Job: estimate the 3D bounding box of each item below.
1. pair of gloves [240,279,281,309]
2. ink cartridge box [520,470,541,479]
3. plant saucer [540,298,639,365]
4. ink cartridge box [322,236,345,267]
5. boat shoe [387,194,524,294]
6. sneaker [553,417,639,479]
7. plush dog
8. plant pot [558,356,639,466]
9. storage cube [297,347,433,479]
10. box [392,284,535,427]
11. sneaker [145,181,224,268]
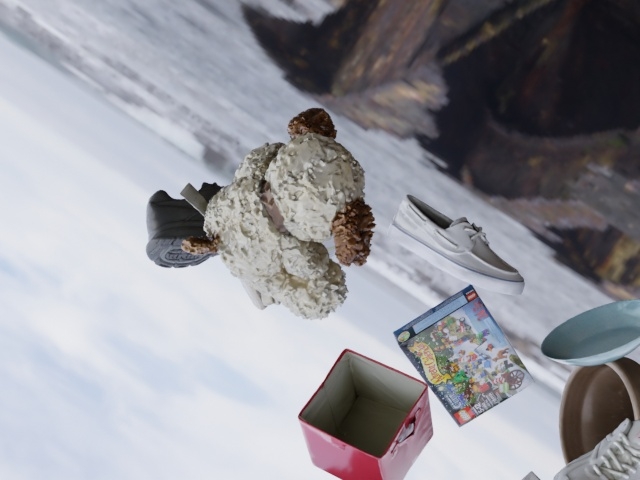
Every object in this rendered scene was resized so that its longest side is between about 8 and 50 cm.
[{"bbox_3d":[-0.130,0.026,1.925,0.204,0.042,0.240,60,168,-3],"label":"pair of gloves"},{"bbox_3d":[0.465,0.556,2.108,0.231,0.078,0.134,46,-179,-25],"label":"ink cartridge box"},{"bbox_3d":[0.437,0.151,1.710,0.037,0.195,0.195,67,172,-12],"label":"plant saucer"},{"bbox_3d":[0.000,0.000,1.933,0.052,0.089,0.122,43,147,42],"label":"ink cartridge box"},{"bbox_3d":[0.220,0.004,1.777,0.258,0.084,0.095,28,-162,29],"label":"boat shoe"},{"bbox_3d":[0.367,0.272,1.373,0.090,0.115,0.232,40,-145,20],"label":"sneaker"},{"bbox_3d":[-0.039,-0.046,1.413,0.211,0.225,0.262,2,-121,-49],"label":"plush dog"},{"bbox_3d":[0.587,0.337,1.982,0.229,0.263,0.263,4,-170,-19],"label":"plant pot"},{"bbox_3d":[0.093,0.361,2.149,0.215,0.183,0.193,22,148,25],"label":"storage cube"},{"bbox_3d":[0.250,0.203,1.921,0.233,0.159,0.044,53,-173,-32],"label":"box"},{"bbox_3d":[-0.138,-0.033,1.744,0.286,0.109,0.130,2,-124,-27],"label":"sneaker"}]
